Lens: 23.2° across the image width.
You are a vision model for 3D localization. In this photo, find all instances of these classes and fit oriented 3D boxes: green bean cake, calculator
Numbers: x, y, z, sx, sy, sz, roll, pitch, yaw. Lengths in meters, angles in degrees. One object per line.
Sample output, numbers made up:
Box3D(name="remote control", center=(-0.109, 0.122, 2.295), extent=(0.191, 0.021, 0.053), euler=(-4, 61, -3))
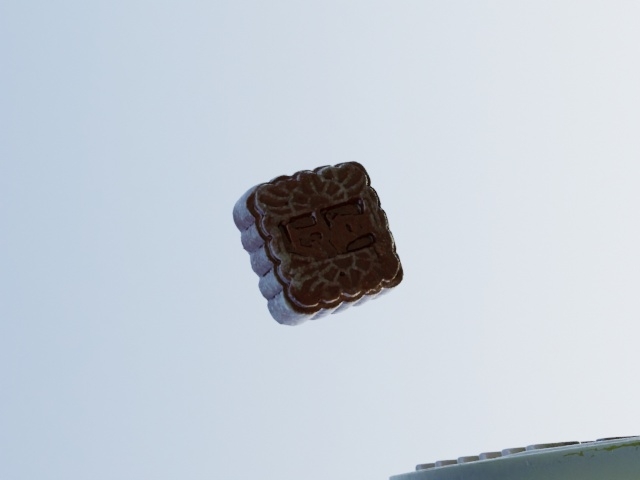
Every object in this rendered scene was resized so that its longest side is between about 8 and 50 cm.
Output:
Box3D(name="green bean cake", center=(0.000, 0.000, 1.433), extent=(0.135, 0.056, 0.136), euler=(-18, -100, -25))
Box3D(name="calculator", center=(0.123, 0.092, 0.608), extent=(0.157, 0.236, 0.033), euler=(-2, -99, -22))
